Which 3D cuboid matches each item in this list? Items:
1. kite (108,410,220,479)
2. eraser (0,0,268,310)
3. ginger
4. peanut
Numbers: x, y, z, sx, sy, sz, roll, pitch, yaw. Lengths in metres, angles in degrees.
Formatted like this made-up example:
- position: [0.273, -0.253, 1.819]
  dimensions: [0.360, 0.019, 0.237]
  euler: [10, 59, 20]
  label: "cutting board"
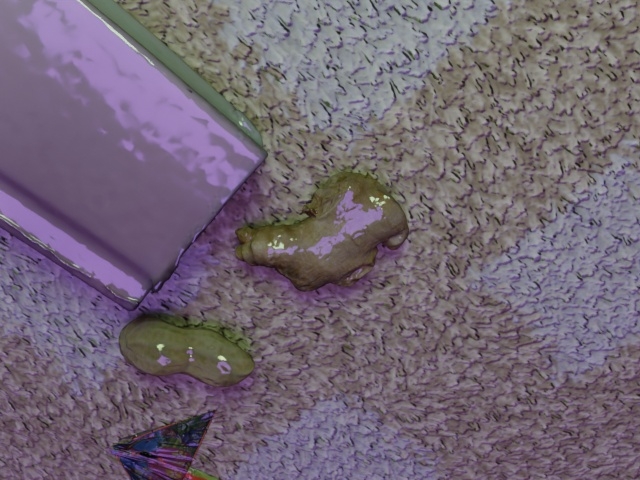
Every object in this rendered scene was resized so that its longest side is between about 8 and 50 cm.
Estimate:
- position: [-0.234, 0.342, 0.919]
  dimensions: [0.183, 0.014, 0.241]
  euler: [27, 108, -14]
  label: "kite"
- position: [-0.274, -0.125, 0.666]
  dimensions: [0.359, 0.122, 0.272]
  euler: [37, 105, -17]
  label: "eraser"
- position: [0.003, 0.003, 0.754]
  dimensions: [0.213, 0.074, 0.137]
  euler: [-29, 102, 6]
  label: "ginger"
- position: [-0.180, 0.152, 0.803]
  dimensions: [0.187, 0.082, 0.082]
  euler: [13, 112, -7]
  label: "peanut"
